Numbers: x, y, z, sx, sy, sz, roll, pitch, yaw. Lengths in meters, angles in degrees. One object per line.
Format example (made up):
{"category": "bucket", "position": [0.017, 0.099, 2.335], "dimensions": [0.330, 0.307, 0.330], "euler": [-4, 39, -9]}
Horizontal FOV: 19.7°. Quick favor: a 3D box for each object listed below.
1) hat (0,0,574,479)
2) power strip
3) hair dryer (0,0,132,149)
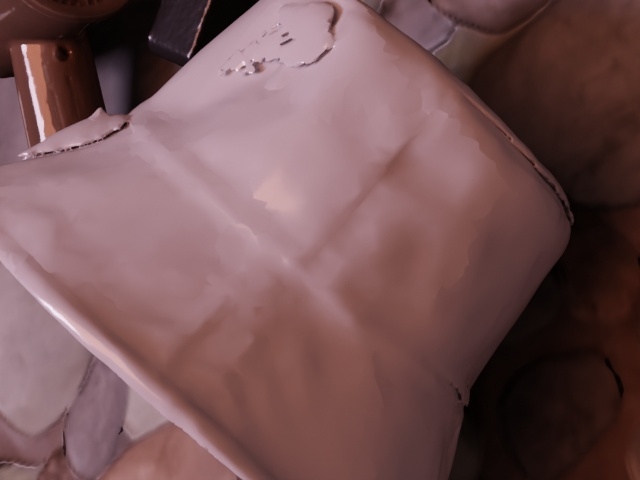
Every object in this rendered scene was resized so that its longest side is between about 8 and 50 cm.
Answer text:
{"category": "hat", "position": [0.000, 0.000, 0.571], "dimensions": [0.126, 0.203, 0.203], "euler": [-46, 53, 2]}
{"category": "power strip", "position": [-0.028, -0.114, 0.688], "dimensions": [0.029, 0.038, 0.111], "euler": [28, 102, 40]}
{"category": "hair dryer", "position": [-0.103, -0.046, 0.721], "dimensions": [0.117, 0.064, 0.182], "euler": [-20, 82, 61]}
